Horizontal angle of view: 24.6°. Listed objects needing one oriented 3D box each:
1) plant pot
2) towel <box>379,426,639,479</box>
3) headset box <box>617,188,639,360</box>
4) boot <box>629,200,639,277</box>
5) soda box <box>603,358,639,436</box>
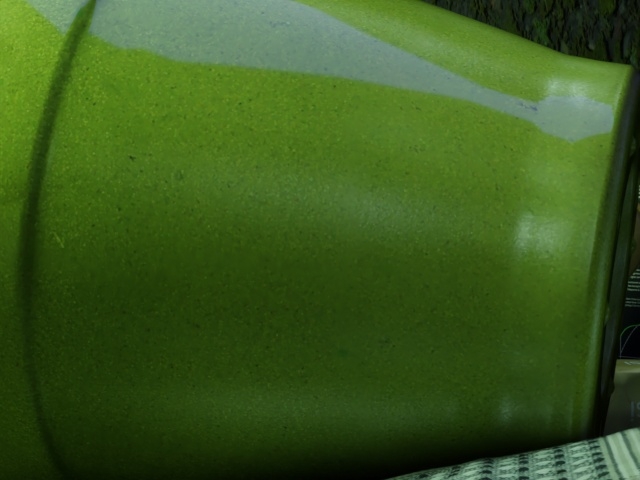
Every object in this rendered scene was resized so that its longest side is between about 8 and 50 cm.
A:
[{"bbox_3d":[0.000,0.000,0.857,0.353,0.366,0.366,8,5,15],"label":"plant pot"},{"bbox_3d":[0.055,0.117,0.596,0.312,0.056,0.324,-10,-3,10],"label":"towel"},{"bbox_3d":[0.350,-0.005,1.334,0.131,0.283,0.246,2,3,35],"label":"headset box"},{"bbox_3d":[0.153,0.062,1.087,0.236,0.089,0.269,-35,5,11],"label":"boot"},{"bbox_3d":[0.269,0.120,1.075,0.181,0.061,0.058,0,4,-5],"label":"soda box"}]
